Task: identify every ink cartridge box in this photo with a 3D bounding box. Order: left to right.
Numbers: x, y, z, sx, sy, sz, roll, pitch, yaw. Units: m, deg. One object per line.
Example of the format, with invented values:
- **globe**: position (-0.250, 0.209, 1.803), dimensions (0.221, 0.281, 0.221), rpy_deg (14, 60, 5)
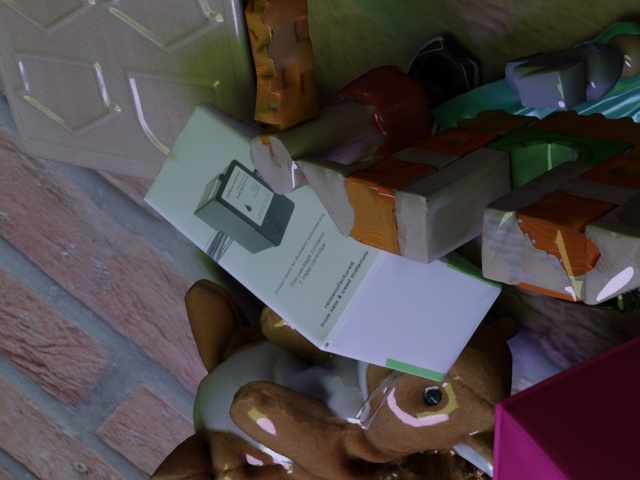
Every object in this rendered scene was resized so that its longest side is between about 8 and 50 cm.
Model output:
- **ink cartridge box**: position (0.000, 0.000, 1.102), dimensions (0.273, 0.198, 0.114), rpy_deg (37, 100, 38)

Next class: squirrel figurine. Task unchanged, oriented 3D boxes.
- **squirrel figurine**: position (0.068, 0.205, 1.316), dimensions (0.370, 0.281, 0.397), rpy_deg (-20, 129, 30)

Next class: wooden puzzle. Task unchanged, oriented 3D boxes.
- **wooden puzzle**: position (-0.202, -0.204, 1.226), dimensions (0.322, 0.080, 0.348), rpy_deg (12, 136, 24)

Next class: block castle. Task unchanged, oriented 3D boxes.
- **block castle**: position (0.154, -0.151, 0.854), dimensions (0.453, 0.213, 0.303), rpy_deg (16, 121, 42)

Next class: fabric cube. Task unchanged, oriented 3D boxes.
- **fabric cube**: position (0.329, 0.267, 1.094), dimensions (0.258, 0.254, 0.259), rpy_deg (47, 151, 44)

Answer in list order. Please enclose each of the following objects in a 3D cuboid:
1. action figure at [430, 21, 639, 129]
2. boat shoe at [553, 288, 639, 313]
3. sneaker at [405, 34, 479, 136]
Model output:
- **action figure**: position (0.225, -0.123, 1.031), dimensions (0.232, 0.063, 0.137), rpy_deg (-33, 106, 37)
- **boat shoe**: position (0.295, 0.047, 1.144), dimensions (0.152, 0.049, 0.056), rpy_deg (-2, 125, 33)
- **sneaker**: position (0.088, -0.108, 1.121), dimensions (0.072, 0.077, 0.178), rpy_deg (31, 136, 5)
